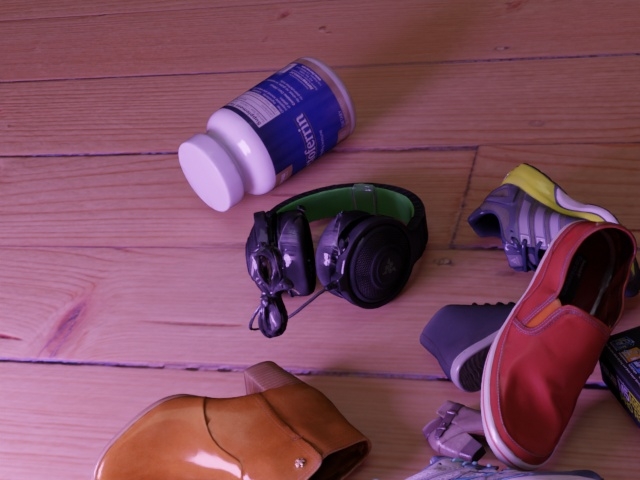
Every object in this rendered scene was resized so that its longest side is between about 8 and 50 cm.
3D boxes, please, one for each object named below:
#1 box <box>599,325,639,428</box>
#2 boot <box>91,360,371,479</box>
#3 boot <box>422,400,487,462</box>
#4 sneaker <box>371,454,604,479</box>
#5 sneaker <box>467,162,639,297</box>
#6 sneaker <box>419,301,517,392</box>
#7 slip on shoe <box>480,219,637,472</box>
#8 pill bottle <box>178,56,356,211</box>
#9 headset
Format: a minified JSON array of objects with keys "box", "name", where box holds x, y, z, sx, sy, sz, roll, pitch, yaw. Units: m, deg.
[{"box":[0.460,0.163,1.388,0.216,0.060,0.270,-18,25,-2],"name":"box"},{"box":[-0.105,0.262,1.471,0.295,0.104,0.211,-28,39,-22],"name":"boot"},{"box":[0.183,0.216,1.480,0.118,0.042,0.087,-33,38,-23],"name":"boot"},{"box":[0.169,0.278,1.355,0.283,0.110,0.122,-11,34,5],"name":"sneaker"},{"box":[0.316,0.007,1.660,0.121,0.111,0.300,-37,36,-10],"name":"sneaker"},{"box":[0.239,0.099,1.572,0.222,0.083,0.118,-23,33,-14],"name":"sneaker"},{"box":[0.281,0.113,1.444,0.331,0.123,0.101,-62,13,-22],"name":"slip on shoe"},{"box":[-0.085,-0.166,1.958,0.264,0.153,0.153,-36,42,-24],"name":"pill bottle"},{"box":[0.000,0.000,1.695,0.243,0.185,0.394,2,30,22],"name":"headset"}]
